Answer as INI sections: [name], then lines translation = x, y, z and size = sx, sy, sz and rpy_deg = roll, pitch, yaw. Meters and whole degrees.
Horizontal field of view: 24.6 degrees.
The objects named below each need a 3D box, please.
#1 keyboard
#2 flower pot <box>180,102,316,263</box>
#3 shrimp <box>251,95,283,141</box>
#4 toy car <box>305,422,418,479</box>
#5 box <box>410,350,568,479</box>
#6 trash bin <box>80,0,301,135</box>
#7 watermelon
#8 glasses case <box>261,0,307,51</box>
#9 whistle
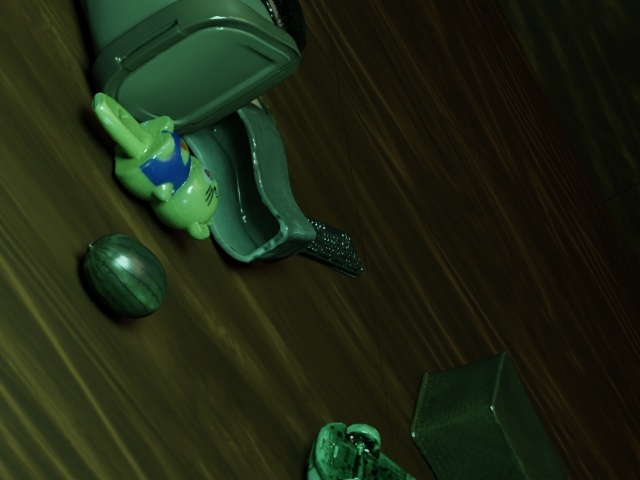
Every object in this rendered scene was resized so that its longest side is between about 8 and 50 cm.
[keyboard]
translation = 0.001, 0.000, 2.159
size = 0.231, 0.023, 0.072
rpy_deg = 24, 46, -60
[flower pot]
translation = -0.098, -0.081, 1.901
size = 0.108, 0.103, 0.229
rpy_deg = 10, 58, -68
[shrimp]
translation = -0.105, -0.203, 2.057
size = 0.254, 0.059, 0.145
rpy_deg = 62, 20, -17
[toy car]
translation = 0.089, 0.366, 1.896
size = 0.306, 0.125, 0.136
rpy_deg = 37, 29, -14
[box]
translation = 0.272, 0.335, 2.315
size = 0.273, 0.143, 0.184
rpy_deg = 61, 23, -20
[trash bin]
translation = -0.183, -0.293, 1.779
size = 0.219, 0.220, 0.250
rpy_deg = 15, 49, -65
[watermelon]
translation = -0.210, 0.037, 1.575
size = 0.110, 0.078, 0.078
rpy_deg = 49, 29, -38
[glasses case]
translation = -0.114, -0.418, 2.198
size = 0.321, 0.082, 0.122
rpy_deg = 61, 22, -13
[whistle]
translation = -0.191, -0.091, 1.722
size = 0.227, 0.085, 0.105
rpy_deg = 51, 19, -36
